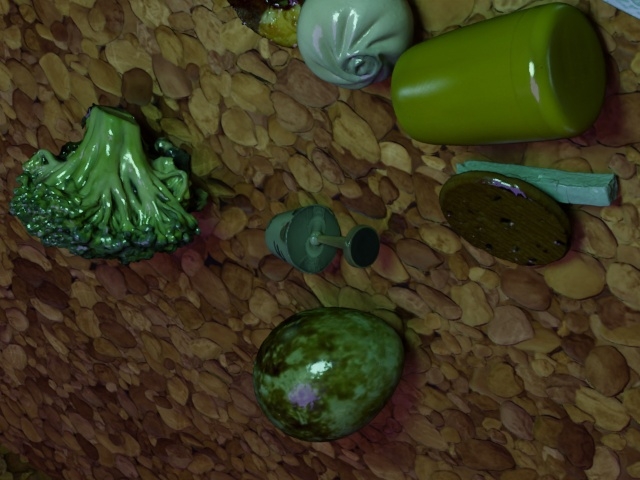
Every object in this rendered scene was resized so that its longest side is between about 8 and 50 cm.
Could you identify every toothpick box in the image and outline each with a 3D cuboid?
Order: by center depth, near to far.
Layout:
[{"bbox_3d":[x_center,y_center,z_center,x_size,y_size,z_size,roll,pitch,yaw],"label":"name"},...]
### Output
[{"bbox_3d":[0.229,-0.211,1.495,0.271,0.175,0.175,-4,120,44],"label":"toothpick box"}]

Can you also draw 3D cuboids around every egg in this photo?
[{"bbox_3d":[0.016,0.232,1.981,0.289,0.238,0.238,-34,100,27],"label":"egg"}]

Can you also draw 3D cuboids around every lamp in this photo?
[{"bbox_3d":[0.000,0.000,1.880,0.214,0.121,0.121,11,131,49],"label":"lamp"}]

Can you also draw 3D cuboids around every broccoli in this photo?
[{"bbox_3d":[-0.372,-0.081,1.977,0.324,0.272,0.334,35,-171,-28],"label":"broccoli"}]

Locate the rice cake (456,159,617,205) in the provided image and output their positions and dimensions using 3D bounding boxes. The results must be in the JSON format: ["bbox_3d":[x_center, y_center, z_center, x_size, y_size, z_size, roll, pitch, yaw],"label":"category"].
[{"bbox_3d":[0.313,-0.085,1.627,0.245,0.042,0.045,9,140,32],"label":"rice cake"}]

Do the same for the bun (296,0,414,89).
[{"bbox_3d":[0.052,-0.285,1.569,0.172,0.120,0.173,-4,138,-4],"label":"bun"}]

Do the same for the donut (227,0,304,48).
[{"bbox_3d":[-0.058,-0.378,1.657,0.184,0.073,0.166,26,135,18],"label":"donut"}]

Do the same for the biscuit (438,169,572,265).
[{"bbox_3d":[0.276,-0.034,1.662,0.212,0.036,0.212,23,152,13],"label":"biscuit"}]

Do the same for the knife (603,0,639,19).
[{"bbox_3d":[0.344,-0.337,1.406,0.331,0.044,0.080,25,129,12],"label":"knife"}]
